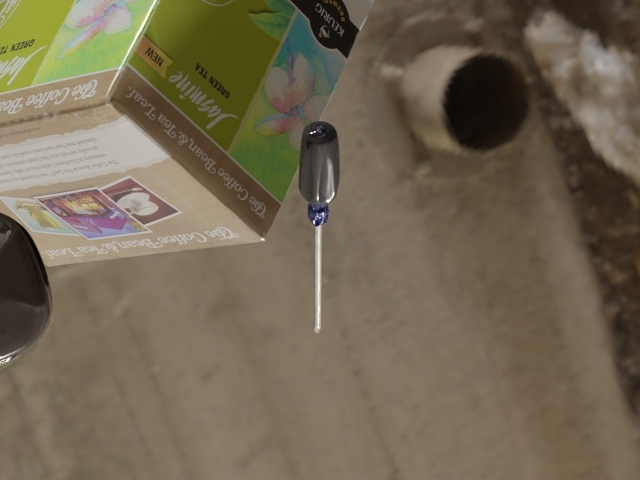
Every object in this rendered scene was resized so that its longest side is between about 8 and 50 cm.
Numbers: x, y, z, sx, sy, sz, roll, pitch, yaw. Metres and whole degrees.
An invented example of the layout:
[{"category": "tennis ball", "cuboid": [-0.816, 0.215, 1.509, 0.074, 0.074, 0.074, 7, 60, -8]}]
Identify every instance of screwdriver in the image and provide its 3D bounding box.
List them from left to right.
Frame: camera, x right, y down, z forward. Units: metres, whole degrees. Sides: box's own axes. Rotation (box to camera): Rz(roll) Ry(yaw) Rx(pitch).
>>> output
[{"category": "screwdriver", "cuboid": [0.000, 0.000, 1.071, 0.025, 0.024, 0.170, -120, 20, -44]}]

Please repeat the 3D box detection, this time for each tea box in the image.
[{"category": "tea box", "cuboid": [-0.169, -0.171, 1.780, 0.329, 0.323, 0.220, -7, 141, 45]}]

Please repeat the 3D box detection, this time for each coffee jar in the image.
[{"category": "coffee jar", "cuboid": [-0.190, 0.035, 0.977, 0.184, 0.096, 0.079, 151, 101, -77]}]
